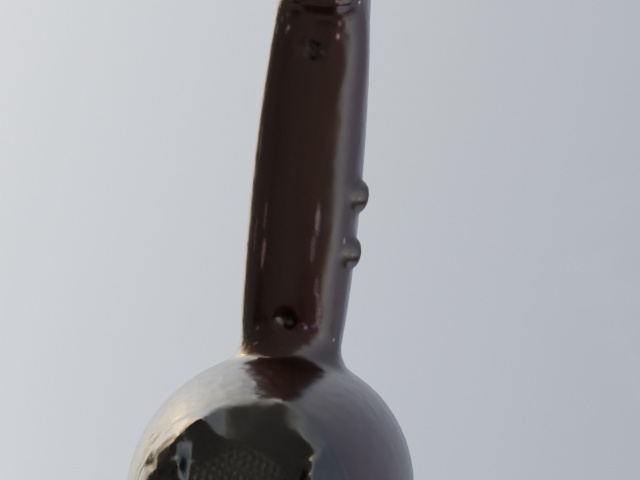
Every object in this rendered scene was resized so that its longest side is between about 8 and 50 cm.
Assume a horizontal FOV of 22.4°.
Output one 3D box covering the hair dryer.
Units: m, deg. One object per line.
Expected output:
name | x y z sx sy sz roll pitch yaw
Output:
hair dryer | 0.000 0.000 0.764 0.123 0.312 0.340 7 -85 8
